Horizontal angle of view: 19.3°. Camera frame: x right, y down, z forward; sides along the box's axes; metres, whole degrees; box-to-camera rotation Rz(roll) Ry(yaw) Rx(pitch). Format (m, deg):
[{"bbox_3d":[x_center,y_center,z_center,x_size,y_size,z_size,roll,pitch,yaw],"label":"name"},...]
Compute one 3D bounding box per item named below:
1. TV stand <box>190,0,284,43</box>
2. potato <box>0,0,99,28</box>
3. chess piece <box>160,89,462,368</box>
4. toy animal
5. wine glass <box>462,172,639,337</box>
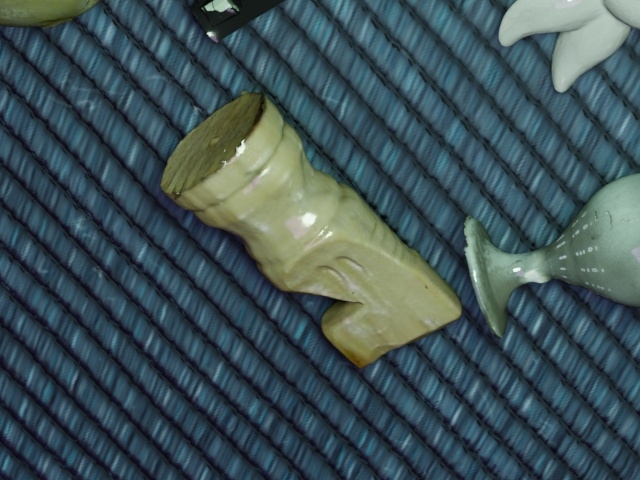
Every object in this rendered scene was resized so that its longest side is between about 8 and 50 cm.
[{"bbox_3d":[0.002,-0.259,1.655,0.256,0.049,0.040,-29,106,19],"label":"TV stand"},{"bbox_3d":[-0.278,-0.286,1.619,0.235,0.160,0.178,36,111,-15],"label":"potato"},{"bbox_3d":[0.000,0.000,1.745,0.137,0.137,0.301,-39,115,21],"label":"chess piece"},{"bbox_3d":[0.266,-0.223,1.626,0.220,0.131,0.103,-14,148,40],"label":"toy animal"},{"bbox_3d":[0.257,0.008,1.700,0.241,0.126,0.126,-15,111,16],"label":"wine glass"}]
